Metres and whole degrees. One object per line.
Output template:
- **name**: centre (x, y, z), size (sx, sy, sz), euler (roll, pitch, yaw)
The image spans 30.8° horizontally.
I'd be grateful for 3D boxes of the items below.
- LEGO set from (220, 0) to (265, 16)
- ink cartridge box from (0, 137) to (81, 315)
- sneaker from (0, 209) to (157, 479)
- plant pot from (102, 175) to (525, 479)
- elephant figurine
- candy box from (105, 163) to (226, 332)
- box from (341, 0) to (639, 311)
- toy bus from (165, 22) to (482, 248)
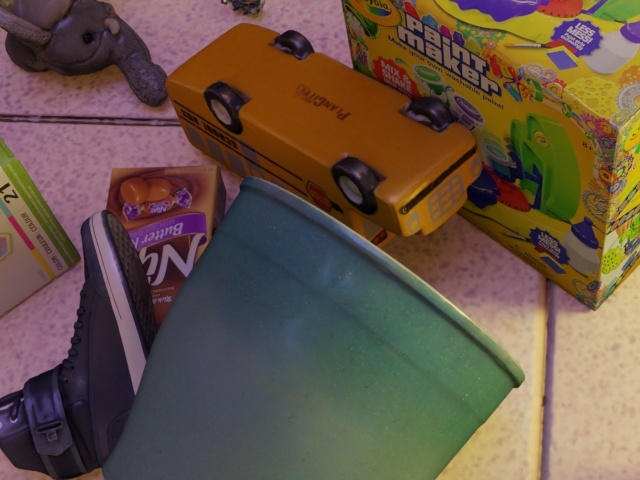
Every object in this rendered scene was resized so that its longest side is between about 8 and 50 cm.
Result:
- **LEGO set**: centre (-0.082, -0.272, 1.300), size (0.054, 0.023, 0.083), euler (0, 45, 7)
- **ink cartridge box**: centre (-0.375, 0.018, 1.065), size (0.255, 0.189, 0.097), euler (-37, 62, -12)
- **sneaker**: centre (-0.221, 0.097, 1.007), size (0.163, 0.086, 0.226), euler (-13, 92, 5)
- **plant pot**: centre (-0.025, 0.131, 0.907), size (0.272, 0.271, 0.255), euler (33, 82, 26)
- **elephant figurine**: centre (-0.285, -0.249, 1.249), size (0.186, 0.169, 0.239), euler (-17, 70, 32)
- **candy box**: centre (-0.154, 0.017, 1.110), size (0.109, 0.053, 0.186), euler (-2, 60, 7)
- **box**: centre (0.188, -0.140, 1.018), size (0.290, 0.279, 0.177), euler (38, 70, 28)
- **toy bus**: centre (-0.003, -0.094, 1.069), size (0.108, 0.130, 0.333), euler (-40, 49, -21)
